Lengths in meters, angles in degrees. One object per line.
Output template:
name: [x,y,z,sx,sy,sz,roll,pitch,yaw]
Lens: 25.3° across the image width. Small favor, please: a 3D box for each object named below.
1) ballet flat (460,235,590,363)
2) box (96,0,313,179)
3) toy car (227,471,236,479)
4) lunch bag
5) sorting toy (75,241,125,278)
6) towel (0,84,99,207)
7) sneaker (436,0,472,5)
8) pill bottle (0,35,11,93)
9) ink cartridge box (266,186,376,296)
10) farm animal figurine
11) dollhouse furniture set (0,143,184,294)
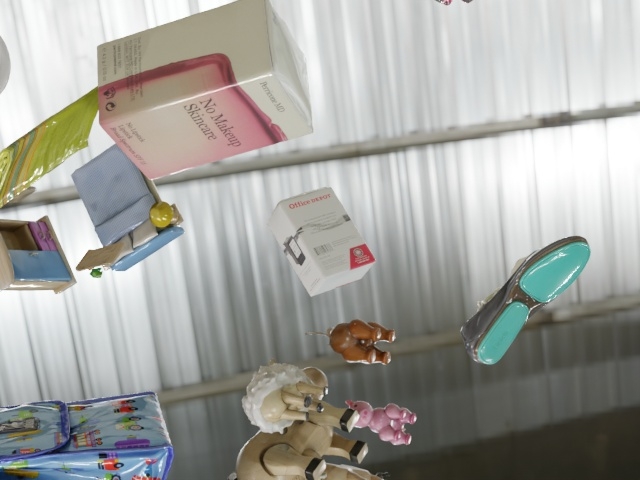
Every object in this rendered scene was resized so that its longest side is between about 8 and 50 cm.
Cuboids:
ballet flat: [0.247,0.063,1.768,0.203,0.074,0.074,-49,-160,5]
box: [-0.143,-0.188,1.772,0.232,0.148,0.126,-15,-121,15]
toy car: [-0.209,0.450,2.187,0.225,0.239,0.053,20,-176,-31]
lunch bag: [-0.357,0.288,1.887,0.293,0.138,0.221,5,-168,-14]
sorting toy: [-0.319,0.032,2.041,0.062,0.012,0.083,-10,-151,23]
towel: [-0.331,-0.112,1.729,0.021,0.102,0.237,33,-147,5]
sneaker: [0.114,-0.267,1.484,0.119,0.057,0.047,10,-129,42]
pill bottle: [-0.613,-0.254,2.271,0.153,0.153,0.265,-23,-177,-38]
ink cartridge box: [0.000,0.000,2.279,0.109,0.150,0.063,-18,157,-35]
farm animal figurine: [-0.013,0.271,1.996,0.172,0.330,0.327,10,-154,30]
dollhouse furniture set: [-0.427,-0.079,2.406,0.303,0.286,0.198,-30,168,18]
